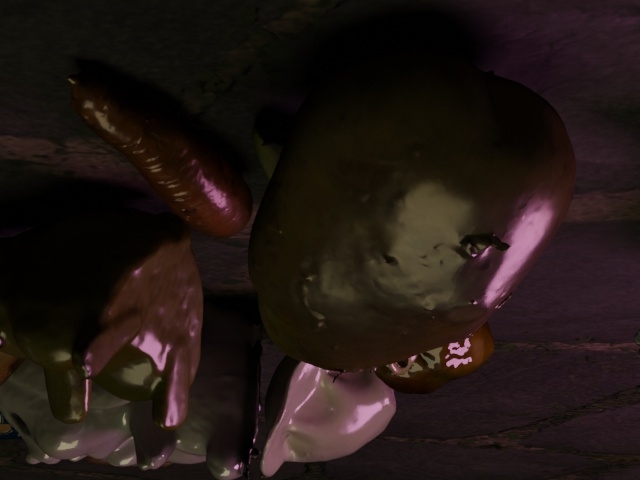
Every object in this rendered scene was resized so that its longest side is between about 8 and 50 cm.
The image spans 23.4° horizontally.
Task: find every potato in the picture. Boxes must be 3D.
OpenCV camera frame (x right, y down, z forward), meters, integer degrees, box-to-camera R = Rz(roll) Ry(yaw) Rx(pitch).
[{"bbox_3d":[0.051,-0.005,1.016,0.192,0.141,0.296,8,143,-18],"label":"potato"}]

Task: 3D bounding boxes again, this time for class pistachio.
[{"bbox_3d":[0.107,0.095,1.476,0.110,0.100,0.189,-2,161,20],"label":"pistachio"}]

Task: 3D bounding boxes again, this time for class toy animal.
[{"bbox_3d":[-0.268,0.072,1.294,0.363,0.180,0.181,-8,161,29],"label":"toy animal"},{"bbox_3d":[-0.178,0.143,1.539,0.289,0.174,0.249,6,173,-20],"label":"toy animal"}]

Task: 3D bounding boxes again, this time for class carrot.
[{"bbox_3d":[-0.108,-0.059,1.087,0.059,0.059,0.248,-5,158,19],"label":"carrot"}]

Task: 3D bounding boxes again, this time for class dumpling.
[{"bbox_3d":[0.018,0.142,1.572,0.216,0.126,0.166,-8,135,-27],"label":"dumpling"}]

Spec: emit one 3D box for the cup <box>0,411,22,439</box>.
[{"bbox_3d":[-0.366,0.143,1.647,0.155,0.131,0.176,8,136,-34],"label":"cup"}]

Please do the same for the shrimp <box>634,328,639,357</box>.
[{"bbox_3d":[0.362,0.053,1.268,0.221,0.166,0.410,-3,150,19],"label":"shrimp"}]

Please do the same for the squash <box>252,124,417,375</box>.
[{"bbox_3d":[0.000,0.000,1.172,0.252,0.169,0.093,16,-158,-40],"label":"squash"}]

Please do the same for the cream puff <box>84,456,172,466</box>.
[{"bbox_3d":[-0.231,0.220,1.883,0.144,0.103,0.126,3,157,-7],"label":"cream puff"}]
